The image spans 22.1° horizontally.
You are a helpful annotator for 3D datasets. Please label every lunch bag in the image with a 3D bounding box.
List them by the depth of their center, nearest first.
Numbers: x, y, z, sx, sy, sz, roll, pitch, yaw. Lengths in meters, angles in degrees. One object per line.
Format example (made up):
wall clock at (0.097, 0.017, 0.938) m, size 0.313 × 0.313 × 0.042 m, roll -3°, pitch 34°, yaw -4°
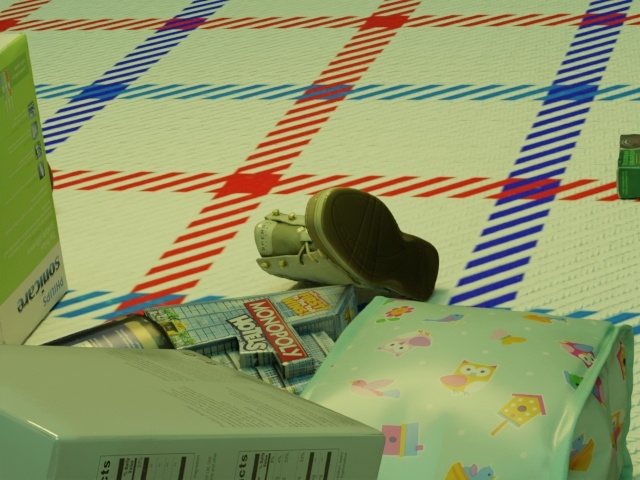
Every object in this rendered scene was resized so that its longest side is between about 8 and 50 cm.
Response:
lunch bag at (0.100, 0.153, 1.198) m, size 0.223 × 0.160 × 0.262 m, roll 4°, pitch 20°, yaw 20°

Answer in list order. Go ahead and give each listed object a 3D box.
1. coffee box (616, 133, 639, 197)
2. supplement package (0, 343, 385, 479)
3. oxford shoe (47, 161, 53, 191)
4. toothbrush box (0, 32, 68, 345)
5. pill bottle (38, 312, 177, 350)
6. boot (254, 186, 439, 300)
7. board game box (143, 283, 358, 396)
coffee box at (0.423, -0.086, 1.817) m, size 0.184 × 0.040 × 0.113 m, roll 0°, pitch 24°, yaw 13°
supplement package at (-0.135, 0.184, 1.019) m, size 0.199 × 0.198 × 0.262 m, roll 18°, pitch 8°, yaw 43°
oxford shoe at (-0.489, -0.051, 1.871) m, size 0.348 × 0.123 × 0.130 m, roll -6°, pitch 17°, yaw -26°
toothbrush box at (-0.351, -0.036, 1.576) m, size 0.122 × 0.283 × 0.206 m, roll -1°, pitch 24°, yaw 15°
pill bottle at (-0.222, 0.146, 1.328) m, size 0.219 × 0.123 × 0.123 m, roll -19°, pitch 26°, yaw -27°
boot at (0.000, 0.000, 1.577) m, size 0.165 × 0.077 × 0.213 m, roll 8°, pitch -13°, yaw 33°
board game box at (-0.041, 0.102, 1.468) m, size 0.194 × 0.060 × 0.194 m, roll -13°, pitch 24°, yaw -15°
